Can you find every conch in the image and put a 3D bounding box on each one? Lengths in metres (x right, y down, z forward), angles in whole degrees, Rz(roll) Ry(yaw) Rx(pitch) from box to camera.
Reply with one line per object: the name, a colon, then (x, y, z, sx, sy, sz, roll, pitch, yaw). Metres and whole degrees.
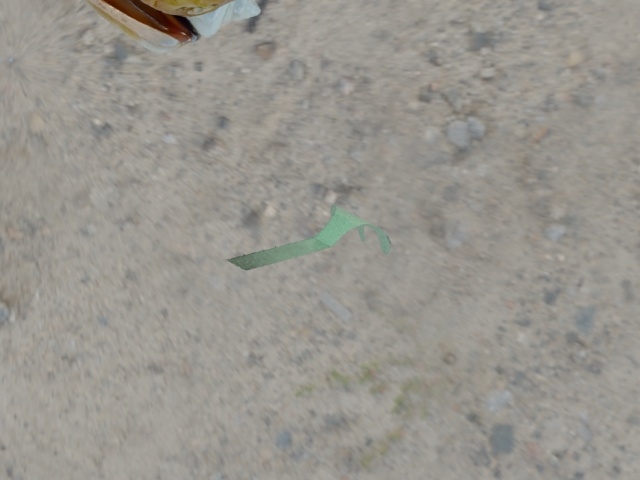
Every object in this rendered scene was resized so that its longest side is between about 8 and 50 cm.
conch: (-0.133, -0.213, 1.121, 0.176, 0.094, 0.104, 20, 111, -18)

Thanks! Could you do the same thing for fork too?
fork: (0.001, -0.002, 0.679, 0.039, 0.235, 0.021, 24, 97, 12)

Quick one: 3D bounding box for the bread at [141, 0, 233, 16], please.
bread: (-0.057, -0.268, 0.992, 0.204, 0.288, 0.156, -9, 120, 25)
